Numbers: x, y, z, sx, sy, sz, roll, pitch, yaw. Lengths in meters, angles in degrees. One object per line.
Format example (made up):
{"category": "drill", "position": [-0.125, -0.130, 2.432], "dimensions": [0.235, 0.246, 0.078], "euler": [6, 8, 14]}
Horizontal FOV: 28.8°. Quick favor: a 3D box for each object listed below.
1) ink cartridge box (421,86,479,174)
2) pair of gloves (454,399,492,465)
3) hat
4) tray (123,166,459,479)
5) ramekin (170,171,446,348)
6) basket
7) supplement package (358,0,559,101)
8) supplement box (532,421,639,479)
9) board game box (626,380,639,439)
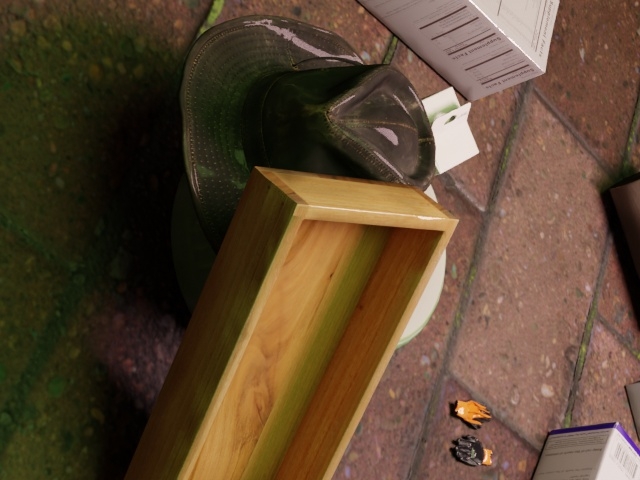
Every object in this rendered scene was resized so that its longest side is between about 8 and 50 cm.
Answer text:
{"category": "ink cartridge box", "position": [0.114, -0.121, 1.519], "dimensions": [0.092, 0.143, 0.090], "euler": [-30, 99, -45]}
{"category": "pair of gloves", "position": [0.193, 0.244, 1.583], "dimensions": [0.074, 0.010, 0.083], "euler": [19, 68, -41]}
{"category": "hat", "position": [0.023, -0.092, 1.217], "dimensions": [0.331, 0.134, 0.331], "euler": [14, 69, -42]}
{"category": "tray", "position": [-0.045, 0.134, 1.158], "dimensions": [0.202, 0.076, 0.411], "euler": [4, 119, -44]}
{"category": "ramekin", "position": [0.000, 0.000, 1.368], "dimensions": [0.303, 0.148, 0.303], "euler": [15, 68, -41]}
{"category": "basket", "position": [0.545, -0.001, 1.908], "dimensions": [0.204, 0.154, 0.227], "euler": [-27, 94, -47]}
{"category": "supplement package", "position": [0.185, -0.320, 1.655], "dimensions": [0.244, 0.134, 0.139], "euler": [37, 54, -31]}
{"category": "supplement box", "position": [0.339, 0.359, 1.619], "dimensions": [0.111, 0.114, 0.220], "euler": [50, 48, -23]}
{"category": "board game box", "position": [0.640, 0.212, 1.821], "dimensions": [0.224, 0.303, 0.098], "euler": [-11, 86, -46]}
